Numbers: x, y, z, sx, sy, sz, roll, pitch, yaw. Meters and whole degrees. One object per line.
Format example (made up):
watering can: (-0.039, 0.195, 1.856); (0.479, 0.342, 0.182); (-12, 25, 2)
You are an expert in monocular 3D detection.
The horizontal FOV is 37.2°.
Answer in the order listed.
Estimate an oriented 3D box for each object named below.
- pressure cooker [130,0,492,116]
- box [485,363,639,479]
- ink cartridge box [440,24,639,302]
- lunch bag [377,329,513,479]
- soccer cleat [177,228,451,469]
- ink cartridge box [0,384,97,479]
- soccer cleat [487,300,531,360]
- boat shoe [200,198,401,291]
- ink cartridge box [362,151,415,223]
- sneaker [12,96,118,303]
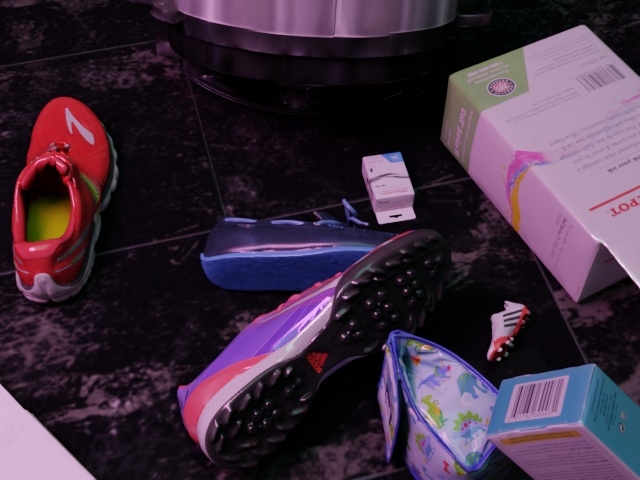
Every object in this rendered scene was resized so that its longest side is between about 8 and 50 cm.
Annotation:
pressure cooker: (-0.015, -0.350, 1.116); (0.375, 0.420, 0.370); (-20, 34, -40)
box: (0.261, 0.204, 0.817); (0.244, 0.100, 0.060); (42, 53, -23)
ink cartridge box: (0.319, -0.072, 1.085); (0.207, 0.119, 0.353); (-23, 57, -17)
lunch bag: (0.109, 0.169, 0.902); (0.096, 0.129, 0.151); (-29, 61, -21)
soccer cleat: (-0.007, 0.087, 0.948); (0.318, 0.109, 0.116); (-41, 35, -12)
ink cartridge box: (-0.341, 0.224, 0.897); (0.235, 0.056, 0.171); (36, 61, 26)
soccer cleat: (0.195, 0.097, 1.020); (0.035, 0.029, 0.083); (25, 54, 26)
boat shoe: (0.000, 0.000, 1.037); (0.258, 0.109, 0.089); (6, 51, 0)
ink cartridge box: (0.082, -0.063, 1.129); (0.048, 0.028, 0.083); (-10, 56, -8)
sneaker: (-0.290, -0.067, 1.068); (0.107, 0.118, 0.279); (-3, 54, -4)
